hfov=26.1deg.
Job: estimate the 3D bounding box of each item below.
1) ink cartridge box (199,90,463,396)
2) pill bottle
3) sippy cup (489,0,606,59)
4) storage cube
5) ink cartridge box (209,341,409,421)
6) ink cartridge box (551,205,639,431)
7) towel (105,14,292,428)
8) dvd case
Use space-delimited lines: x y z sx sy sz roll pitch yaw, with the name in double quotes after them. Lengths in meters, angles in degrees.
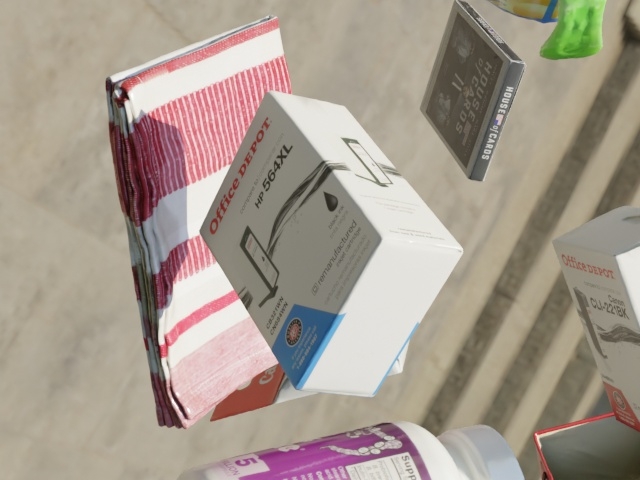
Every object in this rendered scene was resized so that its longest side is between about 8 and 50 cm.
0.000 0.000 1.082 0.086 0.203 0.148 8 121 -37 "ink cartridge box"
0.029 0.256 1.246 0.301 0.169 0.169 -9 131 -23 "pill bottle"
0.231 -0.338 1.361 0.305 0.240 0.224 -55 167 -19 "sippy cup"
0.436 0.387 2.025 0.184 0.215 0.193 -101 177 -56 "storage cube"
-0.009 0.108 1.551 0.189 0.232 0.066 -68 143 -62 "ink cartridge box"
0.418 0.107 1.746 0.114 0.273 0.197 -23 -170 -10 "ink cartridge box"
-0.085 -0.019 1.265 0.237 0.037 0.329 -32 122 -48 "towel"
0.208 -0.214 1.938 0.239 0.029 0.179 -114 -143 -58 "dvd case"
